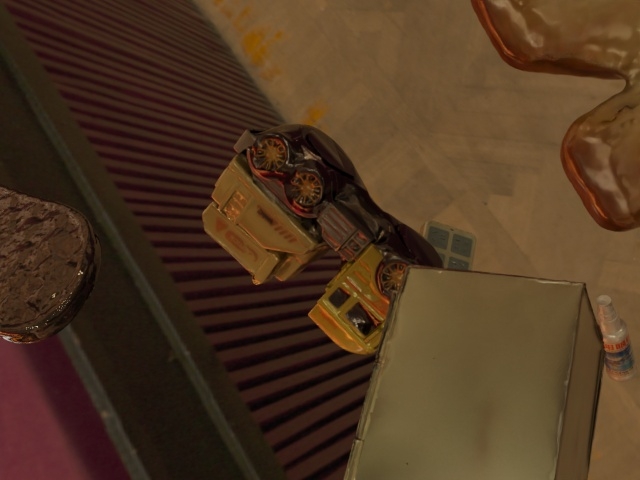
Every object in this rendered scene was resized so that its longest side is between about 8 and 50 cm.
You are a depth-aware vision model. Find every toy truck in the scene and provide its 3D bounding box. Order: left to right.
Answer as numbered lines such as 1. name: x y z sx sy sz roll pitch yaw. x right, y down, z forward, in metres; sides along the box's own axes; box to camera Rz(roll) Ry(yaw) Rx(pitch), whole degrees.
1. toy truck: 0.000 0.000 1.229 0.405 0.181 0.254 44 111 7

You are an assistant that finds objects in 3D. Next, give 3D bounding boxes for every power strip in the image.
1. power strip: 0.241 0.085 1.529 0.118 0.046 0.270 19 65 -10

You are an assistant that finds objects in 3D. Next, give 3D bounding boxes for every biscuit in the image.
1. biscuit: 0.282 -0.161 0.558 0.291 0.062 0.236 -28 82 -2

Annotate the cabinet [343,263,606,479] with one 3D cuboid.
1. cabinet: 0.121 0.144 0.573 0.150 0.145 0.206 5 66 29

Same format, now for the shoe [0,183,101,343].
1. shoe: -0.162 0.013 0.403 0.179 0.049 0.071 21 61 42

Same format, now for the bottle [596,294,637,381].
1. bottle: 0.551 0.182 1.421 0.060 0.217 0.060 -19 37 15
